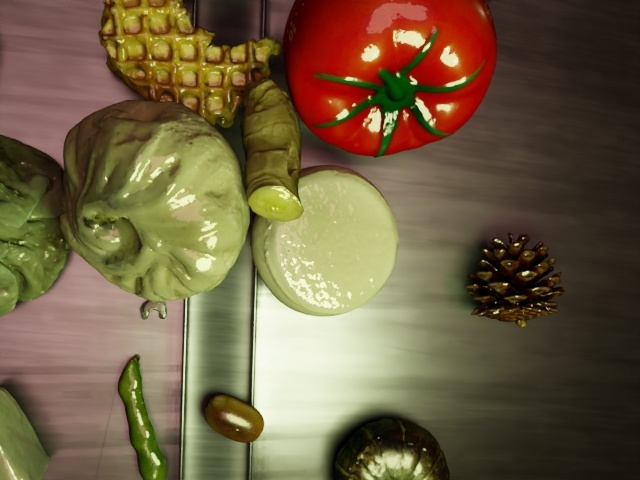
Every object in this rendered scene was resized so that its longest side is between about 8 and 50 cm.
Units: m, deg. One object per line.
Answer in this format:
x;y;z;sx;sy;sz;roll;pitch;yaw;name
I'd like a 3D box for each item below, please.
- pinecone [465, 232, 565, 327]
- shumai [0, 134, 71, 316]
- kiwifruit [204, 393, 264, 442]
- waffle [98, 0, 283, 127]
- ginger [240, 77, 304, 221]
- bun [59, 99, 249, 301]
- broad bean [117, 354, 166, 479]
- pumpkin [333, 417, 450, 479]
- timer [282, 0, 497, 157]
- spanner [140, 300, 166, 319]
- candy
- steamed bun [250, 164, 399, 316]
0.397;0.082;1.313;0.207;0.207;0.208;0;91;-13;pinecone
-0.564;-0.031;1.049;0.304;0.263;0.309;-44;100;-7;shumai
-0.166;0.346;1.244;0.124;0.075;0.075;33;83;-16;kiwifruit
-0.251;-0.362;1.179;0.324;0.151;0.261;46;78;-9;waffle
-0.082;-0.157;1.103;0.109;0.116;0.263;5;58;-21;ginger
-0.291;-0.057;1.082;0.359;0.211;0.360;5;113;13;bun
-0.340;0.348;1.217;0.052;0.052;0.257;-13;91;-54;broad bean
0.144;0.471;1.273;0.237;0.159;0.238;-1;95;-16;pumpkin
0.121;-0.335;1.154;0.377;0.378;0.279;7;52;-13;timer
-0.284;0.037;1.241;0.054;0.015;0.255;22;86;-14;spanner
-0.572;0.371;1.093;0.137;0.185;0.195;-30;97;-7;candy
0.000;0.000;1.223;0.282;0.177;0.283;0;92;-18;steamed bun
